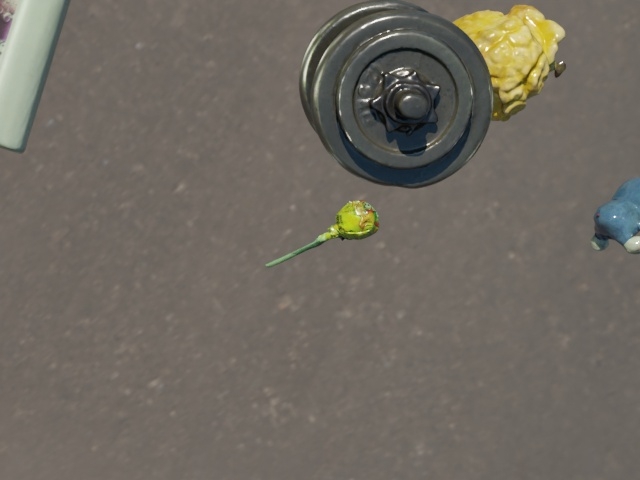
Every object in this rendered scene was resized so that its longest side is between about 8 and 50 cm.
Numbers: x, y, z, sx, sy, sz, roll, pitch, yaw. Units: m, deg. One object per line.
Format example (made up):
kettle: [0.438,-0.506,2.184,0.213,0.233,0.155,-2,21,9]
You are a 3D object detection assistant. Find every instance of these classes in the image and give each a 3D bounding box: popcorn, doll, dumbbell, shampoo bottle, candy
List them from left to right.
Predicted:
shampoo bottle: [-0.311,-0.277,1.524,0.078,0.134,0.359,17,90,-29]
candy: [0.000,0.000,1.288,0.035,0.123,0.035,-5,69,-63]
dumbbell: [0.078,-0.163,1.538,0.192,0.192,0.290,40,6,-13]
popcorn: [0.246,-0.250,1.954,0.170,0.180,0.180,14,60,-21]
doll: [0.304,-0.026,1.364,0.083,0.076,0.050,-40,116,-19]
